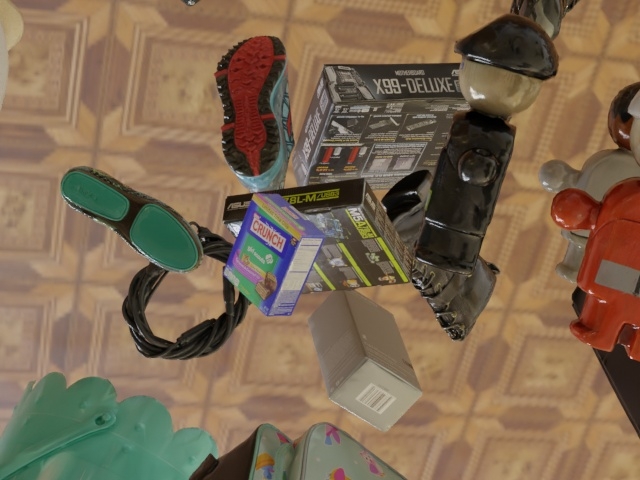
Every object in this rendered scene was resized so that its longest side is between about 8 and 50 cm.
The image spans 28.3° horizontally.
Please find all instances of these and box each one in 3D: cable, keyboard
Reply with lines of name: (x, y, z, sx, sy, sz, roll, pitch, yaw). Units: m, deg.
cable: (-0.169, 0.078, 1.643, 0.150, 0.047, 0.184, 40, 78, -25)
keyboard: (0.227, 0.053, 0.855, 0.038, 0.192, 0.100, 21, 114, -15)

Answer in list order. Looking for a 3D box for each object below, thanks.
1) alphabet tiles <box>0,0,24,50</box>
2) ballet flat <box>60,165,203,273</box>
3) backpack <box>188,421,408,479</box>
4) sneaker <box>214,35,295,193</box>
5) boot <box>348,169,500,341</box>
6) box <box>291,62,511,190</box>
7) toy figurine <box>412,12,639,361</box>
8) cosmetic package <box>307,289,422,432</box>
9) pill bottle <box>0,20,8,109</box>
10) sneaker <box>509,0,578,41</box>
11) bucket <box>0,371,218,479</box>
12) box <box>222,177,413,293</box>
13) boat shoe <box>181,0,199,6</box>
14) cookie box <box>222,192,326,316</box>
alphabet tiles: (-0.346, -0.189, 0.832, 0.284, 0.021, 0.278, -37, 118, 13)
ballet flat: (-0.212, -0.028, 1.472, 0.188, 0.070, 0.070, 36, 115, 2)
backpack: (0.005, 0.228, 0.862, 0.144, 0.166, 0.188, -33, 119, 28)
sneaker: (-0.089, -0.170, 1.794, 0.104, 0.262, 0.125, -4, 147, 11)
boot: (0.145, 0.051, 1.781, 0.091, 0.263, 0.229, -9, 120, 50)
box: (0.130, -0.173, 1.980, 0.307, 0.077, 0.242, -4, 150, -16)
toy figurine: (0.179, -0.029, 0.710, 0.209, 0.213, 0.148, 8, 102, -36)
cosmetic package: (0.068, 0.185, 2.054, 0.127, 0.238, 0.107, 32, 111, -26)
pill bottle: (-0.369, -0.056, 0.750, 0.361, 0.204, 0.204, -29, 128, 33)
sneaker: (0.293, -0.331, 1.564, 0.106, 0.267, 0.101, 14, 136, -5)
bucket: (-0.217, 0.279, 1.233, 0.281, 0.183, 0.281, 19, 145, 14)
box: (0.000, 0.000, 1.573, 0.184, 0.045, 0.191, -9, 145, 20)
boat shoe: (-0.074, -0.256, 1.120, 0.142, 0.049, 0.040, -28, 127, 16)
cookie box: (-0.053, 0.015, 1.406, 0.040, 0.092, 0.107, 0, 121, -45)
